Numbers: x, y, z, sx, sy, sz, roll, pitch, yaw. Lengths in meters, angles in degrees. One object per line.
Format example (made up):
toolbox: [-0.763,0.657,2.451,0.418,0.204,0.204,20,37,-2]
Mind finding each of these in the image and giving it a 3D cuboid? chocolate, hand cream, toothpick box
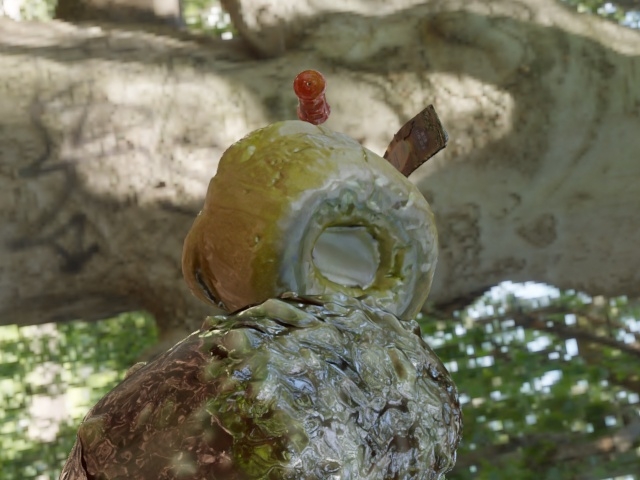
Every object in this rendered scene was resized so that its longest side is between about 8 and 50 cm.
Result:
chocolate: [-0.023,0.148,0.902,0.225,0.340,0.210,48,-63,22]
hand cream: [0.091,-0.084,1.384,0.163,0.039,0.062,-53,-140,43]
toothpick box: [-0.012,-0.191,1.608,0.083,0.047,0.047,78,0,-71]

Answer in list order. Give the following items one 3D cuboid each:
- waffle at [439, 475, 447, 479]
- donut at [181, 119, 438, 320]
waffle: [-0.008,0.287,1.197,0.073,0.297,0.317,-88,170,-76]
donut: [0.000,0.000,1.156,0.128,0.261,0.208,24,-85,47]
